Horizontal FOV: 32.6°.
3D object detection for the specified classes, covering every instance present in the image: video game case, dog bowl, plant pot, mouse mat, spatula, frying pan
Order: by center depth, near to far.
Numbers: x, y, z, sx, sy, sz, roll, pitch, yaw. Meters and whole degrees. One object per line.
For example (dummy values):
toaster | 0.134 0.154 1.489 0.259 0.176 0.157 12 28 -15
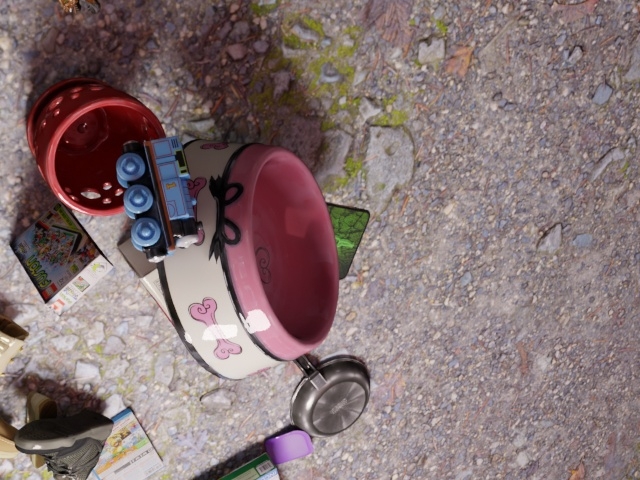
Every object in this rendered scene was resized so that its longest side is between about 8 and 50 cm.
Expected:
plant pot | -0.353 -0.156 1.685 0.191 0.174 0.191 -15 123 -25
dog bowl | -0.102 0.021 1.798 0.150 0.408 0.408 -9 132 23
video game case | -0.380 0.408 2.082 0.119 0.015 0.166 -31 128 -13
mouse mat | 0.000 0.000 2.105 0.190 0.007 0.152 9 110 -35
frying pan | 0.020 0.284 2.251 0.197 0.053 0.326 -23 128 -21
spatula | -0.153 0.477 2.254 0.297 0.030 0.084 -28 130 -16

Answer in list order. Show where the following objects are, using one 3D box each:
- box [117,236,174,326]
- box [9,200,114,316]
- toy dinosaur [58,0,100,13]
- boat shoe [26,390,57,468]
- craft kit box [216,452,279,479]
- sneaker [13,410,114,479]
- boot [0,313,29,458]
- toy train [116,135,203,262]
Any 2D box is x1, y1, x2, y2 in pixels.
box | -0.225 0.073 1.924 0.149 0.127 0.232 -37 129 -10
box | -0.411 0.025 1.726 0.114 0.207 0.036 -43 130 -5
toy dinosaur | -0.298 -0.482 1.568 0.219 0.164 0.322 6 134 -18
boat shoe | -0.504 0.338 1.952 0.056 0.048 0.153 -32 140 -47
craft kit box | -0.187 0.582 2.250 0.250 0.061 0.246 -26 133 -17
sneaker | -0.456 0.376 1.916 0.227 0.087 0.130 8 100 -68
boot | -0.550 0.238 1.833 0.203 0.095 0.262 -48 126 -3
toy train | -0.236 -0.063 1.604 0.105 0.080 0.184 -13 83 -11
